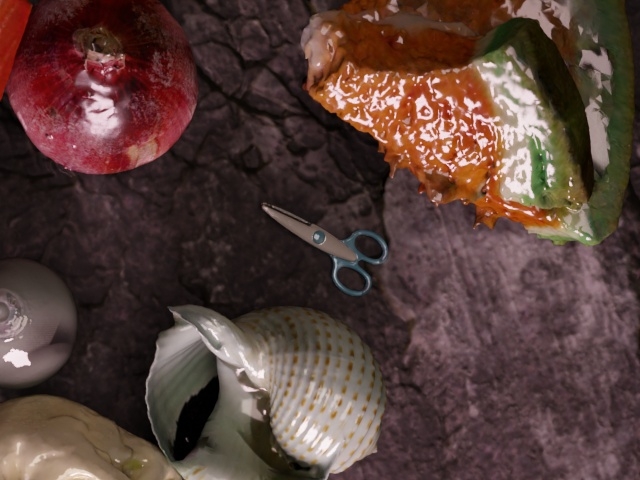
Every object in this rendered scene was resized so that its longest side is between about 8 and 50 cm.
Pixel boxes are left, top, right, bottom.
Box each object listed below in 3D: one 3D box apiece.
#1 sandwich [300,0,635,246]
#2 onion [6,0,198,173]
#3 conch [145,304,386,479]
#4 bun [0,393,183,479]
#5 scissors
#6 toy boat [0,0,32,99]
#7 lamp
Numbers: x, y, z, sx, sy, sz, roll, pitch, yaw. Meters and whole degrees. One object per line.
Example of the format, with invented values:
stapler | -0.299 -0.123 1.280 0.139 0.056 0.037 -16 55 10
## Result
sandwich | 0.129 -0.136 1.651 0.301 0.162 0.250 8 84 -16
onion | -0.171 -0.135 1.564 0.159 0.195 0.159 1 81 -8
conch | -0.045 0.127 1.629 0.200 0.131 0.172 34 91 7
bun | -0.209 0.235 1.584 0.229 0.145 0.229 0 90 -17
scissors | 0.000 0.000 1.695 0.119 0.014 0.058 29 83 -15
toy boat | -0.346 -0.064 1.541 0.133 0.145 0.332 20 90 -25
lamp | -0.244 0.066 1.592 0.105 0.105 0.105 0 90 -13
